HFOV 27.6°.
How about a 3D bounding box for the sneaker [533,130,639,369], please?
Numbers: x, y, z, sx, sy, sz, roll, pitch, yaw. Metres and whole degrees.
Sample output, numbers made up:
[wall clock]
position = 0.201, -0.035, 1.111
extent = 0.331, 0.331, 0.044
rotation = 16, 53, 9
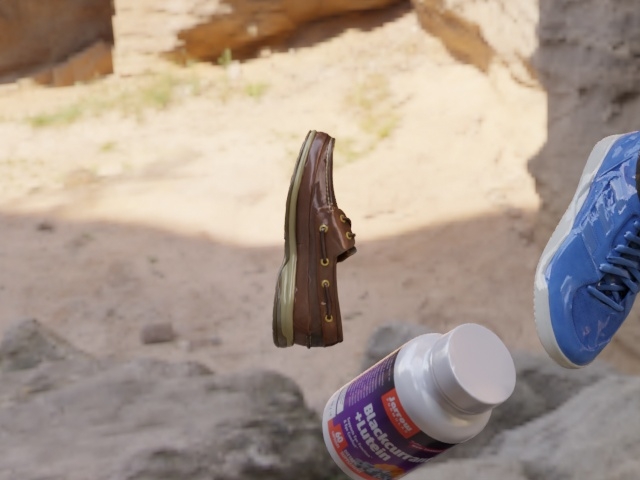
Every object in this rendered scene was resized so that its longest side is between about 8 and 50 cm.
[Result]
[sneaker]
position = 0.179, 0.001, 0.740
extent = 0.084, 0.058, 0.152
rotation = -11, 49, 57

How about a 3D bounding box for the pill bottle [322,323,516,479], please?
[pill bottle]
position = 0.095, 0.154, 1.241
extent = 0.108, 0.108, 0.193
rotation = -22, -13, -43

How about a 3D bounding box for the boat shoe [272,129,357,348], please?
[boat shoe]
position = 0.000, 0.000, 1.042
extent = 0.060, 0.178, 0.064
rotation = 6, -11, 3
